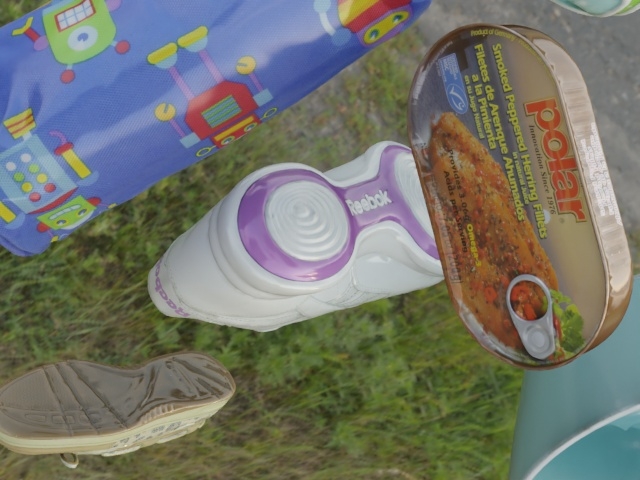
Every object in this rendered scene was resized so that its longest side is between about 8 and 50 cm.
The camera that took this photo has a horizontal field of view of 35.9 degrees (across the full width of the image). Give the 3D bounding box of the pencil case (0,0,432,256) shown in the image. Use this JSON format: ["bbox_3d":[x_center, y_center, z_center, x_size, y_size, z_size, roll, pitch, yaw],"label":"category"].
[{"bbox_3d":[-0.082,-0.118,0.572,0.133,0.306,0.119,60,4,24],"label":"pencil case"}]

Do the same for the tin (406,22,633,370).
[{"bbox_3d":[0.108,-0.025,0.539,0.040,0.106,0.190,-14,90,-38],"label":"tin"}]

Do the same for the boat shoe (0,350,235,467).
[{"bbox_3d":[-0.217,0.186,1.038,0.285,0.089,0.105,0,41,-43],"label":"boat shoe"}]

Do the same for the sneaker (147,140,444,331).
[{"bbox_3d":[0.000,0.000,0.752,0.305,0.152,0.114,-4,70,-51],"label":"sneaker"}]

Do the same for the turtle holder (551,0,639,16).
[{"bbox_3d":[0.324,-0.407,1.235,0.320,0.227,0.243,5,65,-3],"label":"turtle holder"}]

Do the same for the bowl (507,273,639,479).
[{"bbox_3d":[0.290,0.140,0.811,0.311,0.311,0.163,25,39,-27],"label":"bowl"}]
